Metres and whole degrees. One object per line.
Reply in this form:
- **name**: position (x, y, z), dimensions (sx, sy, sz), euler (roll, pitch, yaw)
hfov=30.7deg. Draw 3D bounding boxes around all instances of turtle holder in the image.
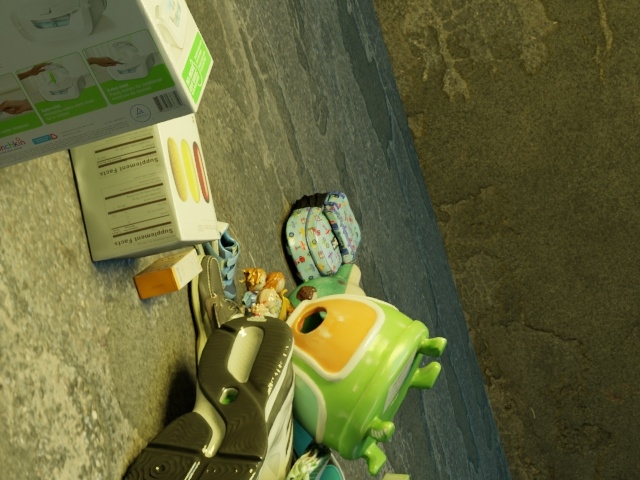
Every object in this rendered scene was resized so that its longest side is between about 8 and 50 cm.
- **turtle holder**: position (0.050, 0.208, 1.825), dimensions (0.243, 0.227, 0.320), euler (-61, 167, -3)

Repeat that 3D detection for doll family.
- **doll family**: position (-0.095, 0.127, 1.928), dimensions (0.263, 0.118, 0.163), euler (1, 94, -69)

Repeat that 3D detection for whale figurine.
- **whale figurine**: position (0.000, 0.131, 2.170), dimensions (0.272, 0.141, 0.216), euler (-80, -168, -73)

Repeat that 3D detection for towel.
- **towel**: position (-0.047, 0.426, 1.704), dimensions (0.325, 0.038, 0.247), euler (24, 85, -84)

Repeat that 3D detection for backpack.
- **backpack**: position (0.000, 0.000, 2.303), dimensions (0.173, 0.117, 0.158), euler (-62, 136, -61)

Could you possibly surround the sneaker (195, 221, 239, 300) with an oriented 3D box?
- **sneaker**: position (-0.156, 0.033, 1.862), dimensions (0.053, 0.059, 0.144), euler (-74, 150, -60)

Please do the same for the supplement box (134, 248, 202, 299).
- **supplement box**: position (-0.216, 0.047, 1.653), dimensions (0.098, 0.062, 0.036), euler (-49, 122, -71)

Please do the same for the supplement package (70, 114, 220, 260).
- **supplement package**: position (-0.241, -0.104, 1.560), dimensions (0.139, 0.134, 0.244), euler (-5, 82, -73)

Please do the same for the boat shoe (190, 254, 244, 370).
- **boat shoe**: position (-0.150, 0.126, 1.785), dimensions (0.080, 0.074, 0.223), euler (42, 39, -64)

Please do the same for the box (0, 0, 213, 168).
- **box**: position (-0.289, -0.228, 1.281), dimensions (0.126, 0.262, 0.231), euler (-81, 152, -53)

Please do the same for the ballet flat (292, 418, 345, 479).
- **ballet flat**: position (-0.012, 0.389, 2.044), dimensions (0.086, 0.086, 0.248), euler (-35, 110, -72)

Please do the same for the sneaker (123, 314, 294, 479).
- **sneaker**: position (-0.118, 0.334, 1.573), dimensions (0.447, 0.169, 0.257), euler (-64, 151, -48)

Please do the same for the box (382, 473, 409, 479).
- **box**: position (0.120, 0.613, 2.238), dimensions (0.322, 0.059, 0.232), euler (-38, 127, -73)
